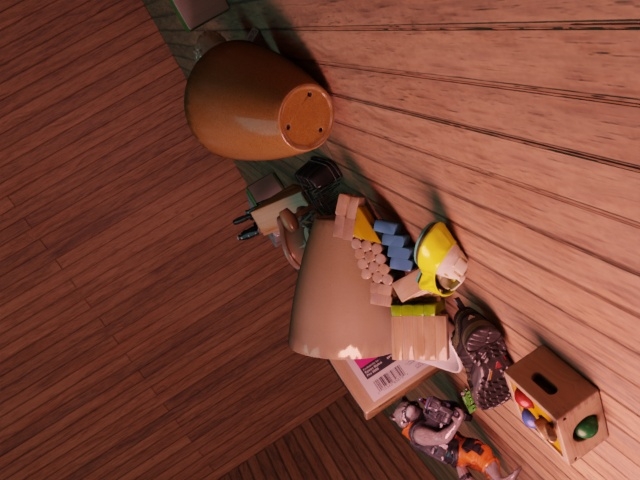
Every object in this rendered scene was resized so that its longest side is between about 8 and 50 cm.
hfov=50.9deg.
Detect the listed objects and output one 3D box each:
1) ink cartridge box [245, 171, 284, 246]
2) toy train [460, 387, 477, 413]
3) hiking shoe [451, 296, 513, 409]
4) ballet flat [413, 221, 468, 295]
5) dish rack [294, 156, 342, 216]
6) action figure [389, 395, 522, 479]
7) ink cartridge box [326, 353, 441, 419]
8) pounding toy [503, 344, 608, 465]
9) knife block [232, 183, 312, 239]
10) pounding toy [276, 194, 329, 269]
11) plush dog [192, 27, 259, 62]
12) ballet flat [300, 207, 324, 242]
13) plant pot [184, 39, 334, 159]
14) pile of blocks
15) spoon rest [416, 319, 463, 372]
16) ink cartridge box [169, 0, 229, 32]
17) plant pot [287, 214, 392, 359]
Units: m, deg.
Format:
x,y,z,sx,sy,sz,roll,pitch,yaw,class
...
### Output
x,y,z,sx,sy,sz,roll,pitch,yaw,class
-0.171,-0.107,2.482,0.211,0.122,0.289,57,172,5,ink cartridge box
0.342,0.371,1.557,0.017,0.024,0.083,48,167,53,toy train
0.277,0.196,1.155,0.114,0.086,0.226,-111,2,-51,hiking shoe
0.195,0.037,1.068,0.077,0.077,0.231,33,167,18,ballet flat
0.040,-0.062,1.595,0.271,0.074,0.208,59,173,-17,dish rack
0.296,0.470,1.546,0.330,0.178,0.341,31,176,33,action figure
0.152,0.277,1.599,0.193,0.235,0.088,54,171,23,ink cartridge box
0.318,0.234,0.916,0.141,0.100,0.130,47,167,54,pounding toy
-0.151,-0.074,2.065,0.088,0.242,0.276,59,172,-15,knife block
-0.013,-0.024,1.786,0.269,0.155,0.154,-16,-96,-66,pounding toy
-0.155,-0.332,1.514,0.225,0.211,0.262,39,-136,-71,plush dog
0.000,0.000,1.585,0.070,0.070,0.188,49,171,46,ballet flat
-0.095,-0.247,1.257,0.254,0.237,0.237,26,149,52,plant pot
0.154,0.059,1.288,0.362,0.149,0.113,64,-157,6,pile of blocks
0.234,0.218,1.418,0.137,0.084,0.276,57,173,6,spoon rest
-0.308,-0.595,1.529,0.209,0.109,0.062,61,171,-18,ink cartridge box
0.052,0.085,1.441,0.256,0.257,0.273,-152,59,-74,plant pot
